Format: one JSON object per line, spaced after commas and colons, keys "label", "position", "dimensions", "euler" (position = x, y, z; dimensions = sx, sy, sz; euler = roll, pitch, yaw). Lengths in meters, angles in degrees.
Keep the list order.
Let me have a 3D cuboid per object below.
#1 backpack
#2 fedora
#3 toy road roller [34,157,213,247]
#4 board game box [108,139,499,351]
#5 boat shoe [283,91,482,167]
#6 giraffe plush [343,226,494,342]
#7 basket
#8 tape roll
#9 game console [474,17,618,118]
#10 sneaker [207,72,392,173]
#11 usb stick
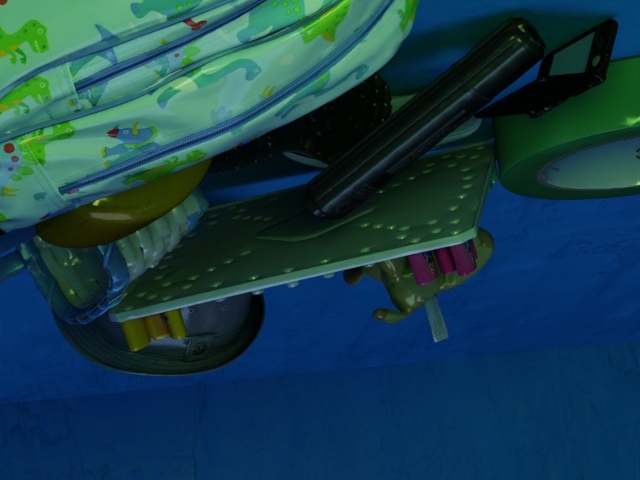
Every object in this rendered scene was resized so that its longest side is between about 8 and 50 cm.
{"label": "backpack", "position": [-0.108, -0.177, 1.169], "dimensions": [0.355, 0.290, 0.273], "euler": [-9, 152, -6]}
{"label": "fedora", "position": [-0.187, 0.043, 2.310], "dimensions": [0.275, 0.244, 0.124], "euler": [1, 136, -23]}
{"label": "toy road roller", "position": [-0.108, -0.116, 1.427], "dimensions": [0.329, 0.241, 0.202], "euler": [3, 171, -21]}
{"label": "board game box", "position": [0.000, 0.000, 2.055], "dimensions": [0.390, 0.050, 0.390], "euler": [-13, -166, 13]}
{"label": "boat shoe", "position": [0.057, -0.110, 1.963], "dimensions": [0.226, 0.083, 0.076], "euler": [-4, 166, -13]}
{"label": "giraffe plush", "position": [0.107, 0.006, 2.379], "dimensions": [0.181, 0.210, 0.170], "euler": [-6, -163, -20]}
{"label": "basket", "position": [-0.281, -0.006, 1.911], "dimensions": [0.289, 0.201, 0.255], "euler": [-35, -178, -30]}
{"label": "tape roll", "position": [0.354, -0.122, 2.084], "dimensions": [0.321, 0.077, 0.321], "euler": [-6, 167, -1]}
{"label": "game console", "position": [0.219, -0.166, 1.821], "dimensions": [0.071, 0.107, 0.122], "euler": [27, 154, -21]}
{"label": "sneaker", "position": [-0.057, -0.135, 1.837], "dimensions": [0.283, 0.107, 0.124], "euler": [-5, -161, -43]}
{"label": "usb stick", "position": [0.101, -0.115, 1.810], "dimensions": [0.278, 0.045, 0.077], "euler": [-39, 165, 15]}
